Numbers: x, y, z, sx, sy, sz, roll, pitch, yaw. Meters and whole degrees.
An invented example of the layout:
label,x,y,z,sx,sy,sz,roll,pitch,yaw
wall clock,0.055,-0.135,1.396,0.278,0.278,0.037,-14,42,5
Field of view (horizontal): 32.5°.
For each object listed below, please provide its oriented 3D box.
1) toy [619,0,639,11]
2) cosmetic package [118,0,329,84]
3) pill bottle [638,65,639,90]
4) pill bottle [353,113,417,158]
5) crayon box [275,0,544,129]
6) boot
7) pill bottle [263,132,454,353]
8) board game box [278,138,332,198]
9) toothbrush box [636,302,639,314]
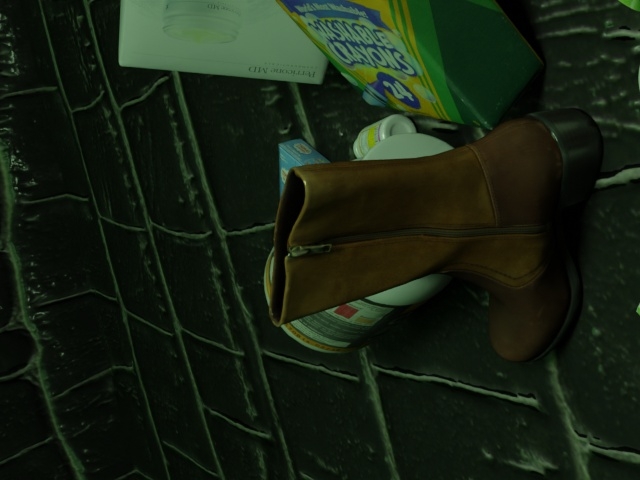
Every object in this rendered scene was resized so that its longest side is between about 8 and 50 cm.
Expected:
label,x,y,z,sx,sy,sz,roll,pitch,yaw
toy,0.255,-0.240,0.651,0.137,0.056,0.237,46,126,14
cosmetic package,-0.087,-0.290,1.125,0.225,0.224,0.138,109,160,-53
pill bottle,0.270,-0.112,0.710,0.120,0.067,0.067,-5,101,65
pill bottle,0.066,-0.105,1.168,0.083,0.043,0.043,-15,91,66
crayon box,0.021,-0.237,0.930,0.323,0.083,0.203,45,170,-29
boot,0.093,0.031,0.912,0.096,0.280,0.264,53,148,38
pill bottle,0.051,0.008,1.126,0.162,0.162,0.278,68,155,12
board game box,0.000,0.000,1.377,0.160,0.039,0.212,43,142,48
toothbrush box,0.339,0.056,0.608,0.283,0.122,0.206,54,149,33
